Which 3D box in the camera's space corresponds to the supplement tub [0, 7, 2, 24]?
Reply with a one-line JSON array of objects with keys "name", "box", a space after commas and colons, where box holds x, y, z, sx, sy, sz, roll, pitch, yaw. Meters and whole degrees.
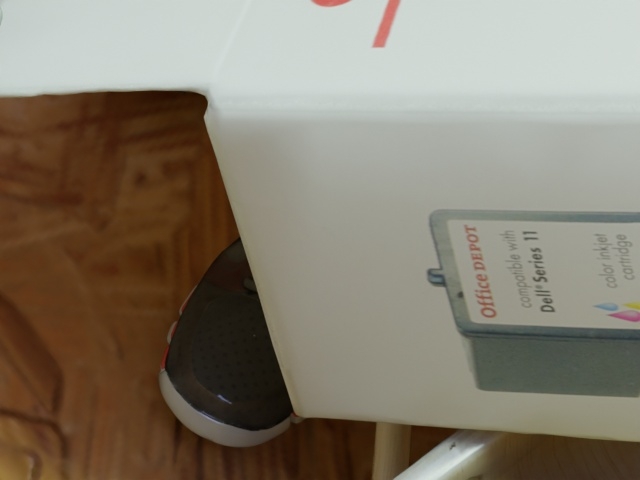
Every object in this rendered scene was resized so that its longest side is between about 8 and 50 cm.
[{"name": "supplement tub", "box": [-0.236, -0.104, 0.298, 0.316, 0.228, 0.228, 51, 59, -8]}]

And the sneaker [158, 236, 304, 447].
[{"name": "sneaker", "box": [0.000, 0.000, 0.539, 0.061, 0.065, 0.158, 32, 55, 9]}]

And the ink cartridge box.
[{"name": "ink cartridge box", "box": [0.104, -0.055, 0.431, 0.353, 0.119, 0.207, 3, 44, 19]}]

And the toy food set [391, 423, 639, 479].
[{"name": "toy food set", "box": [0.103, 0.189, 0.396, 0.220, 0.092, 0.306, -34, 78, -19]}]

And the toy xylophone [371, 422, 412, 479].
[{"name": "toy xylophone", "box": [0.118, 0.116, 0.527, 0.236, 0.081, 0.323, 14, 64, -4]}]
